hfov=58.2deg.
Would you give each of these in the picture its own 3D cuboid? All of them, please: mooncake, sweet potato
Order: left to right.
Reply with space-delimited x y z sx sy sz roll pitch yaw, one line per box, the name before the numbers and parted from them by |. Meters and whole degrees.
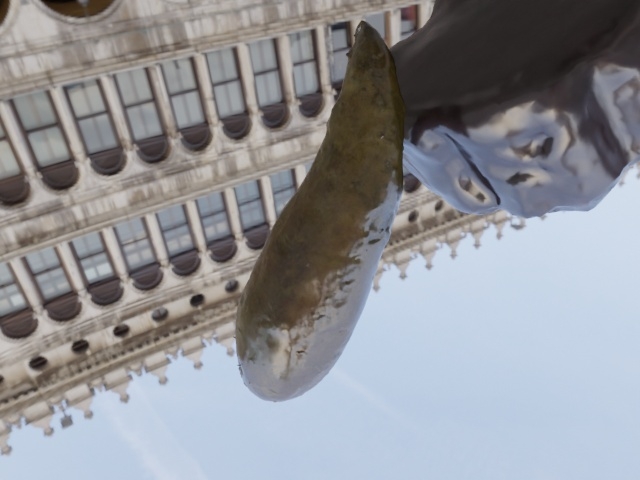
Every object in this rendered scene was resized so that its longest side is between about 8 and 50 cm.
sweet potato | 0.003 0.000 0.586 0.130 0.423 0.130 17 -161 -6
mooncake | 0.247 -0.199 0.653 0.381 0.212 0.351 -36 -150 17
